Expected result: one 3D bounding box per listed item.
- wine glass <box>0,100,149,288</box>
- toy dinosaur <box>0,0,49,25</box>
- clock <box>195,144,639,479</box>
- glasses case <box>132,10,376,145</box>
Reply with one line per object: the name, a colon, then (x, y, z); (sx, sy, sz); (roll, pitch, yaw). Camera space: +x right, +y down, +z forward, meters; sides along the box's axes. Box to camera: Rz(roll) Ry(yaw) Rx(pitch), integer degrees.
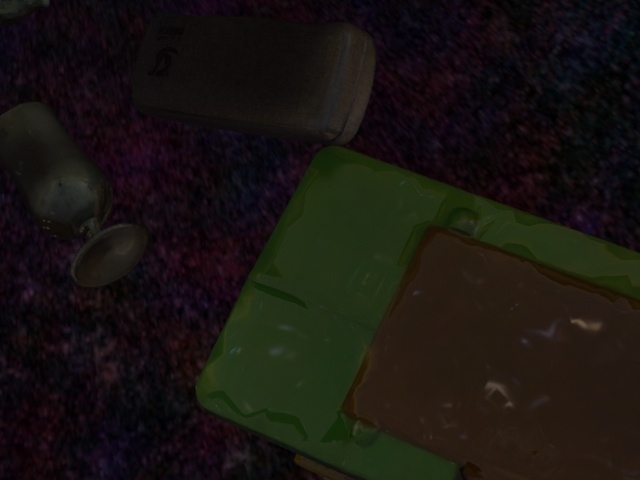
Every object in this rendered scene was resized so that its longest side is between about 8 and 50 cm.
wine glass: (-0.300, -0.059, 1.508); (0.103, 0.231, 0.103); (-29, 151, -18)
toy dinosaur: (-0.406, -0.272, 1.061); (0.383, 0.076, 0.129); (10, 79, -4)
clock: (0.094, 0.092, 0.524); (0.106, 0.220, 0.255); (-63, 162, -16)
glasses case: (-0.083, -0.187, 1.459); (0.074, 0.323, 0.131); (19, 85, -50)
